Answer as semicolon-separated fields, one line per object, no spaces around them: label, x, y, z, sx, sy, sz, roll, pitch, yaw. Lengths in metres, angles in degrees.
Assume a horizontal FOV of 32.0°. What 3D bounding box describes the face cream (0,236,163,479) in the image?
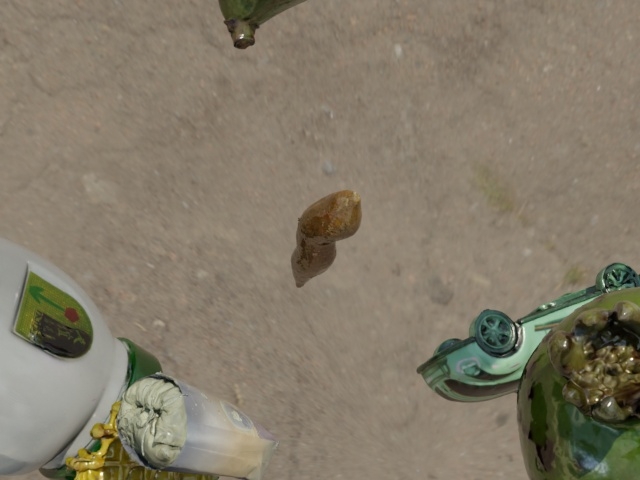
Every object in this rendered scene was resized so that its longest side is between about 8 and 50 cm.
face cream;-0.397;0.148;1.400;0.219;0.357;0.312;-36;34;25

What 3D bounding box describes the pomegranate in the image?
pomegranate;0.266;0.155;0.980;0.242;0.306;0.242;-4;83;42

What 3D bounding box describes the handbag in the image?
handbag;-0.137;0.200;1.189;0.117;0.173;0.095;22;89;40

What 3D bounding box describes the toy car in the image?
toy car;0.264;0.127;1.295;0.306;0.136;0.125;-19;76;-23

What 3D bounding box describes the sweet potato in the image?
sweet potato;-0.002;-0.003;1.337;0.065;0.218;0.051;44;56;7

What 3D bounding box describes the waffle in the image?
waffle;-0.187;0.299;1.306;0.231;0.051;0.228;46;71;-7

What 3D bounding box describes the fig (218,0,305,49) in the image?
fig;-0.043;-0.308;1.075;0.195;0.195;0.245;38;102;11
